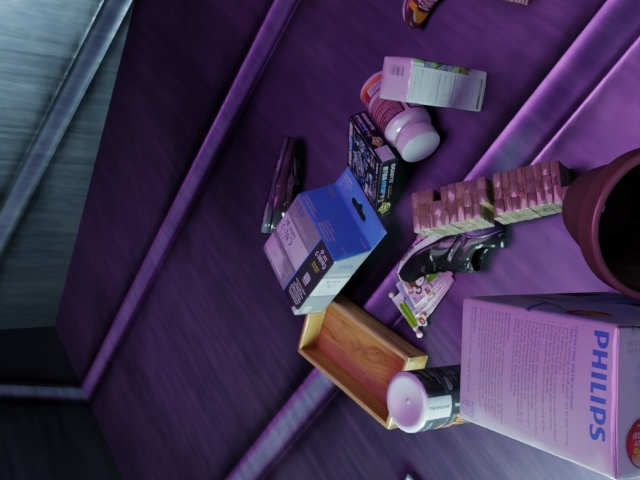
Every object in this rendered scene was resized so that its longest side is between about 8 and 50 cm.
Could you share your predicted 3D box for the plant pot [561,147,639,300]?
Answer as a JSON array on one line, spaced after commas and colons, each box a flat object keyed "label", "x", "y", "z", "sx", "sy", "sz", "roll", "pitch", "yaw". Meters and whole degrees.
[{"label": "plant pot", "x": 0.544, "y": -0.044, "z": 1.372, "sx": 0.229, "sy": 0.263, "sz": 0.263, "roll": -127, "pitch": 44, "yaw": -76}]

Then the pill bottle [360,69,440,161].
[{"label": "pill bottle", "x": 0.194, "y": -0.303, "z": 1.908, "sx": 0.121, "sy": 0.121, "sz": 0.221, "roll": -54, "pitch": 50, "yaw": 37}]

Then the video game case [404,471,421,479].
[{"label": "video game case", "x": 0.236, "y": 0.743, "z": 1.938, "sx": 0.196, "sy": 0.026, "sz": 0.274, "roll": 42, "pitch": 123, "yaw": 44}]

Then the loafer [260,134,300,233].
[{"label": "loafer", "x": -0.104, "y": -0.161, "z": 2.339, "sx": 0.109, "sy": 0.095, "sz": 0.302, "roll": -114, "pitch": 39, "yaw": -74}]

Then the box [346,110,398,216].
[{"label": "box", "x": 0.126, "y": -0.188, "z": 1.974, "sx": 0.220, "sy": 0.051, "sz": 0.175, "roll": 90, "pitch": 155, "yaw": -55}]

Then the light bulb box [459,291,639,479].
[{"label": "light bulb box", "x": 0.481, "y": 0.216, "z": 1.304, "sx": 0.361, "sy": 0.358, "sz": 0.225, "roll": 5, "pitch": 94, "yaw": 63}]

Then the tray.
[{"label": "tray", "x": 0.100, "y": 0.297, "z": 2.072, "sx": 0.411, "sy": 0.076, "sz": 0.202, "roll": 33, "pitch": 115, "yaw": 46}]

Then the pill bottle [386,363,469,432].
[{"label": "pill bottle", "x": 0.275, "y": 0.337, "z": 1.705, "sx": 0.130, "sy": 0.246, "sz": 0.130, "roll": -1, "pitch": 89, "yaw": 54}]

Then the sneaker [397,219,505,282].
[{"label": "sneaker", "x": 0.294, "y": 0.038, "z": 1.780, "sx": 0.283, "sy": 0.107, "sz": 0.124, "roll": -43, "pitch": 64, "yaw": 34}]

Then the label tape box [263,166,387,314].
[{"label": "label tape box", "x": 0.000, "y": 0.000, "z": 2.060, "sx": 0.333, "sy": 0.106, "sz": 0.240, "roll": -54, "pitch": 50, "yaw": 36}]

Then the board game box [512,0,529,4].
[{"label": "board game box", "x": 0.338, "y": -0.559, "z": 1.701, "sx": 0.193, "sy": 0.147, "sz": 0.045, "roll": 33, "pitch": 116, "yaw": 48}]

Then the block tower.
[{"label": "block tower", "x": 0.361, "y": -0.083, "z": 1.636, "sx": 0.336, "sy": 0.091, "sz": 0.097, "roll": -10, "pitch": 75, "yaw": 31}]

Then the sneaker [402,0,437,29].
[{"label": "sneaker", "x": 0.257, "y": -0.588, "z": 1.868, "sx": 0.084, "sy": 0.070, "sz": 0.185, "roll": 45, "pitch": 125, "yaw": 48}]

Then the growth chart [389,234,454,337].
[{"label": "growth chart", "x": 0.250, "y": 0.095, "z": 1.920, "sx": 0.172, "sy": 0.021, "sz": 0.237, "roll": 51, "pitch": 126, "yaw": 38}]

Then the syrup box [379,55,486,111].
[{"label": "syrup box", "x": 0.252, "y": -0.345, "z": 1.738, "sx": 0.093, "sy": 0.237, "sz": 0.096, "roll": 22, "pitch": 108, "yaw": 50}]
